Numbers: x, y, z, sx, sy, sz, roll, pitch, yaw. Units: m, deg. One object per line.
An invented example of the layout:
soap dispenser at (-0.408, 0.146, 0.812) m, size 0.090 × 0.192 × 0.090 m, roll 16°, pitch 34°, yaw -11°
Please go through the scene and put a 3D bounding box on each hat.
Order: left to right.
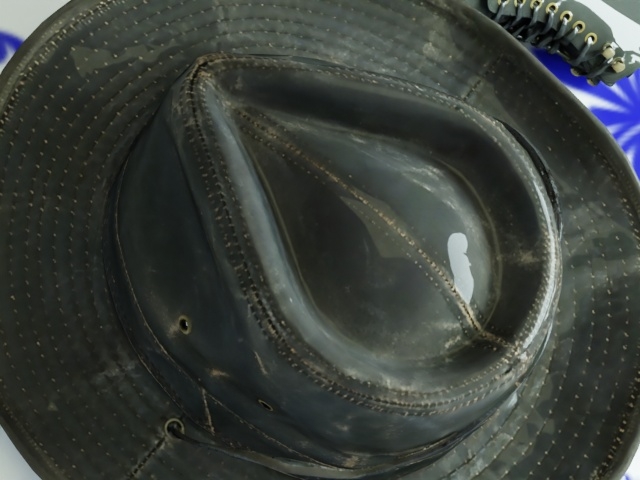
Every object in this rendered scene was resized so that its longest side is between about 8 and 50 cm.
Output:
hat at (0.000, 0.000, 0.794) m, size 0.331 × 0.134 × 0.331 m, roll 1°, pitch 74°, yaw -4°

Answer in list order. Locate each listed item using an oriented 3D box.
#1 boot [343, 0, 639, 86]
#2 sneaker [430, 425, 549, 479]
boot at (0.103, -0.114, 0.968) m, size 0.198 × 0.077 × 0.137 m, roll -42°, pitch 96°, yaw -29°
sneaker at (0.085, 0.084, 0.887) m, size 0.082 × 0.069 × 0.209 m, roll 39°, pitch 61°, yaw -2°
